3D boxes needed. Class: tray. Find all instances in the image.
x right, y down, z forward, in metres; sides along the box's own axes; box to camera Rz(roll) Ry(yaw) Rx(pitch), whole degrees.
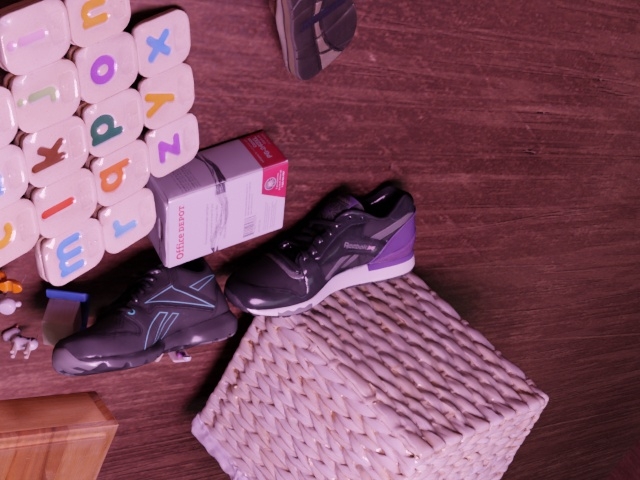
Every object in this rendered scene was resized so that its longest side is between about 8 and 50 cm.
[{"bbox_3d":[-0.420,0.383,1.372,0.203,0.076,0.410,1,122,-44],"label":"tray"}]

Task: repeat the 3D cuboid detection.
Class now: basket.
[{"bbox_3d":[0.071,0.242,1.463,0.328,0.331,0.266,-10,136,-47],"label":"basket"}]

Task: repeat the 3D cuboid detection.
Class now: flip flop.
[{"bbox_3d":[-0.011,-0.261,1.051,0.112,0.080,0.277,-34,162,-15],"label":"flip flop"}]

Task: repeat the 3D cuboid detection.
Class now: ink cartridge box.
[{"bbox_3d":[-0.118,-0.046,1.205,0.151,0.063,0.109,-20,143,-25],"label":"ink cartridge box"}]

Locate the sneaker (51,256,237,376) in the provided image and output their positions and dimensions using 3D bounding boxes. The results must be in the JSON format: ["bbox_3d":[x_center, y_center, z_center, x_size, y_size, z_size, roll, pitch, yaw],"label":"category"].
[{"bbox_3d":[-0.203,0.085,1.214,0.101,0.106,0.267,-11,-178,33],"label":"sneaker"}]

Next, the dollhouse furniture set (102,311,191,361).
[{"bbox_3d":[-0.217,0.134,1.308,0.114,0.081,0.091,1,130,-44],"label":"dollhouse furniture set"}]

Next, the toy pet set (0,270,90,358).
[{"bbox_3d":[-0.316,0.069,1.182,0.114,0.065,0.122,7,132,-2],"label":"toy pet set"}]

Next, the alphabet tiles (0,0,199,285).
[{"bbox_3d":[-0.222,-0.099,0.999,0.278,0.021,0.284,-36,139,-38],"label":"alphabet tiles"}]

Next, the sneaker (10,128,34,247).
[{"bbox_3d":[-0.336,-0.044,1.006,0.222,0.083,0.118,-17,129,-31],"label":"sneaker"}]

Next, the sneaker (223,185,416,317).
[{"bbox_3d":[0.000,0.000,1.364,0.283,0.107,0.124,-19,127,-33],"label":"sneaker"}]
